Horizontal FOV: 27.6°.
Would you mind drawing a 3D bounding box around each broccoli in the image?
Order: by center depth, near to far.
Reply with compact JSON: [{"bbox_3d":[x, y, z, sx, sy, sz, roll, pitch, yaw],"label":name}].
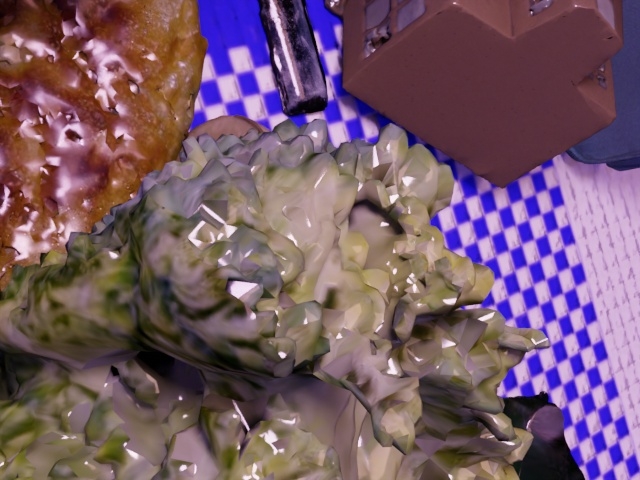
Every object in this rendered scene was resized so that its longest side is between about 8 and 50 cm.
[{"bbox_3d":[-0.041,0.146,0.574,0.277,0.338,0.318,21,49,-53],"label":"broccoli"}]

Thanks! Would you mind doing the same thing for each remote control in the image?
[{"bbox_3d":[-0.017,-0.128,0.834,0.039,0.014,0.096,-15,91,-42],"label":"remote control"}]

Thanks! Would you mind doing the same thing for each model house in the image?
[{"bbox_3d":[0.122,-0.200,0.892,0.181,0.176,0.248,27,49,-34],"label":"model house"}]

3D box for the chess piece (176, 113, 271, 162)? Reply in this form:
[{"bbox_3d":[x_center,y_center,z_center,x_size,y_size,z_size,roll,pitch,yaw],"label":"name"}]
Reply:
[{"bbox_3d":[0.000,0.000,0.792,0.200,0.090,0.090,27,65,-47],"label":"chess piece"}]

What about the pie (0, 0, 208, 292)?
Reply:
[{"bbox_3d":[-0.197,-0.088,0.611,0.288,0.103,0.355,29,65,-27],"label":"pie"}]

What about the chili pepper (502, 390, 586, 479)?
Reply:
[{"bbox_3d":[0.075,0.169,0.792,0.264,0.116,0.148,0,85,-41],"label":"chili pepper"}]

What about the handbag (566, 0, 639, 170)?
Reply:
[{"bbox_3d":[0.261,-0.173,0.977,0.062,0.179,0.229,10,78,-40],"label":"handbag"}]
